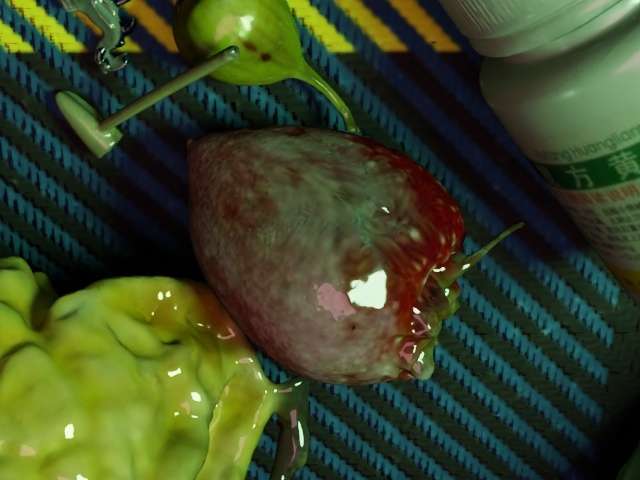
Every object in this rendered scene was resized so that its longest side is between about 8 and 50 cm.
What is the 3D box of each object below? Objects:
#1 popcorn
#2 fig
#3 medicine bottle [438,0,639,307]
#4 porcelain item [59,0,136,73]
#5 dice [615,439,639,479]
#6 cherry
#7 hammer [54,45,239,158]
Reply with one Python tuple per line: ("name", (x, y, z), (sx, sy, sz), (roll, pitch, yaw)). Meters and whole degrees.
("popcorn", (-0.189, 0.182, 0.865), (0.381, 0.349, 0.349), (-10, 116, -8))
("fig", (-0.048, -0.134, 0.843), (0.093, 0.093, 0.166), (-27, 130, 10))
("medicine bottle", (0.226, -0.123, 0.781), (0.208, 0.208, 0.340), (-36, 112, 14))
("porcelain item", (-0.163, -0.197, 0.835), (0.075, 0.021, 0.136), (-25, 113, 10))
("dice", (0.444, 0.281, 0.896), (0.330, 0.318, 0.322), (30, 99, -18))
("cherry", (0.000, 0.000, 0.850), (0.249, 0.175, 0.192), (36, 73, -8))
("hammer", (-0.128, -0.115, 0.822), (0.195, 0.028, 0.060), (-20, 116, 44))
